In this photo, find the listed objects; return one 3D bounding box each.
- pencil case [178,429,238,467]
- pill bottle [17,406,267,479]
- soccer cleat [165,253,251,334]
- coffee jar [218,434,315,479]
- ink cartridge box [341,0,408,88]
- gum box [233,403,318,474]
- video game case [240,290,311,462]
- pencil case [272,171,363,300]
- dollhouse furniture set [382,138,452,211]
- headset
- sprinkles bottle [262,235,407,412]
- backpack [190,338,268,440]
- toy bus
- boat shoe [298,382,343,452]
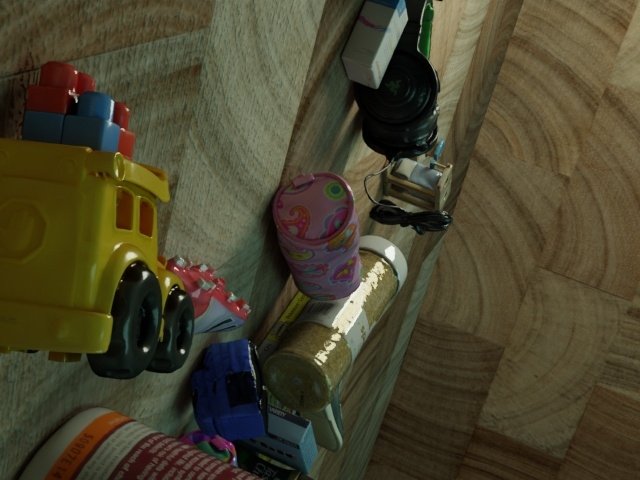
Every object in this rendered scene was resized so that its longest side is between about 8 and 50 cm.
[{"bbox_3d":[-0.149,0.373,1.353,0.104,0.104,0.236,-55,149,-45],"label":"pencil case"},{"bbox_3d":[-0.100,0.337,0.939,0.224,0.392,0.224,21,90,-77],"label":"pill bottle"},{"bbox_3d":[-0.147,0.076,1.072,0.095,0.083,0.248,-43,169,-1],"label":"soccer cleat"},{"bbox_3d":[-0.098,0.372,1.457,0.079,0.184,0.096,96,19,-50],"label":"coffee jar"},{"bbox_3d":[0.080,-0.297,1.418,0.088,0.052,0.122,56,55,-74],"label":"ink cartridge box"},{"bbox_3d":[-0.086,0.276,1.417,0.184,0.157,0.041,85,30,-64],"label":"gum box"},{"bbox_3d":[-0.069,0.244,1.666,0.248,0.035,0.275,-54,156,-48],"label":"video game case"},{"bbox_3d":[0.000,0.000,1.436,0.284,0.124,0.124,75,38,-70],"label":"pencil case"},{"bbox_3d":[0.225,-0.175,2.016,0.184,0.129,0.129,-63,166,-19],"label":"dollhouse furniture set"},{"bbox_3d":[0.153,-0.208,1.558,0.243,0.185,0.394,68,33,-71],"label":"headset"},{"bbox_3d":[0.031,0.129,1.597,0.355,0.121,0.121,-52,159,-49],"label":"sprinkles bottle"},{"bbox_3d":[-0.121,0.193,1.284,0.098,0.101,0.120,98,-14,-58],"label":"backpack"},{"bbox_3d":[-0.173,-0.013,0.706,0.220,0.149,0.212,38,58,-79],"label":"toy bus"},{"bbox_3d":[0.009,0.344,2.006,0.099,0.116,0.319,-57,158,-27],"label":"boat shoe"}]
